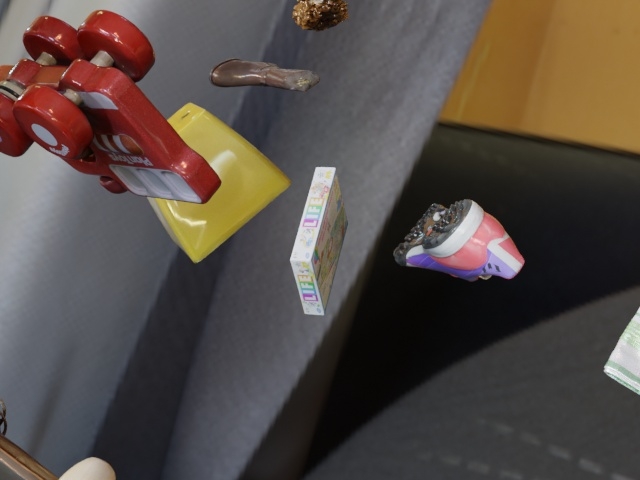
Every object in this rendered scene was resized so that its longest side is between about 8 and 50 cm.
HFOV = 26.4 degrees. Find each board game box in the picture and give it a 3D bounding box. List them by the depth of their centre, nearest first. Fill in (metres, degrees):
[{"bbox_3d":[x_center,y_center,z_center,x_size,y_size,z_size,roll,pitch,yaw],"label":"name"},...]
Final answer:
[{"bbox_3d":[0.000,0.000,1.681,0.026,0.154,0.103,3,-42,15],"label":"board game box"}]

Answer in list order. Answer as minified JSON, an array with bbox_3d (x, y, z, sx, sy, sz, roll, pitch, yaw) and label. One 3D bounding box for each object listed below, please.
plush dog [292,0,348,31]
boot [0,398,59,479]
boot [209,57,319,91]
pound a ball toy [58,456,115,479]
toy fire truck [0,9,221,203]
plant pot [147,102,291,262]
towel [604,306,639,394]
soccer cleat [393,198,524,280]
[{"bbox_3d":[-0.014,-0.366,1.543,0.211,0.262,0.225,-6,41,-25],"label":"plush dog"},{"bbox_3d":[-0.342,0.186,1.350,0.305,0.112,0.115,30,38,20],"label":"boot"},{"bbox_3d":[-0.071,-0.207,1.739,0.106,0.037,0.114,-13,23,-32],"label":"boot"},{"bbox_3d":[-0.130,0.320,1.284,0.208,0.319,0.135,22,52,15],"label":"pound a ball toy"},{"bbox_3d":[-0.290,-0.143,1.742,0.302,0.169,0.254,6,-37,46],"label":"toy fire truck"},{"bbox_3d":[-0.208,-0.116,2.338,0.187,0.212,0.212,52,-6,-19],"label":"plant pot"},{"bbox_3d":[0.420,0.120,1.621,0.113,0.152,0.023,33,-7,2],"label":"towel"},{"bbox_3d":[0.190,0.014,1.931,0.116,0.108,0.318,38,-9,-6],"label":"soccer cleat"}]
